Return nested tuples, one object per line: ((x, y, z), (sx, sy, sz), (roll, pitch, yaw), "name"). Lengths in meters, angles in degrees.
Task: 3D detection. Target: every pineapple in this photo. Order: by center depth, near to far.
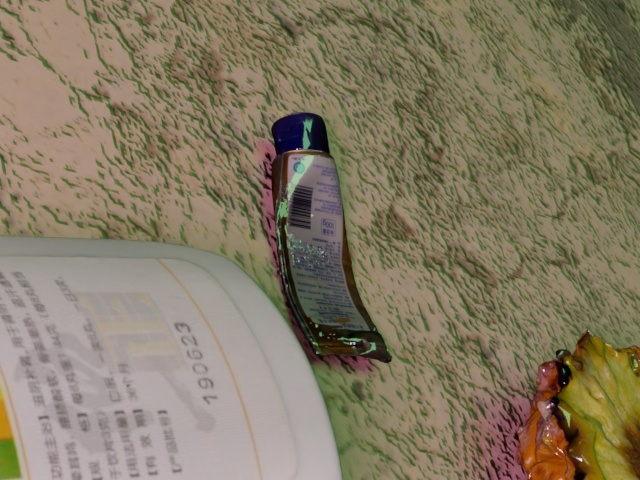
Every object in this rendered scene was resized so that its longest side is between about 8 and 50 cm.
((0.190, 0.157, 0.993), (0.225, 0.076, 0.225), (29, 41, -30), "pineapple")

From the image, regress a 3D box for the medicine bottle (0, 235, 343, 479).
((-0.149, 0.085, 0.666), (0.324, 0.124, 0.179), (3, 55, -47), "medicine bottle")

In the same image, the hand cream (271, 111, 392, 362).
((0.000, 0.000, 0.974), (0.062, 0.039, 0.163), (13, 55, -42), "hand cream")
